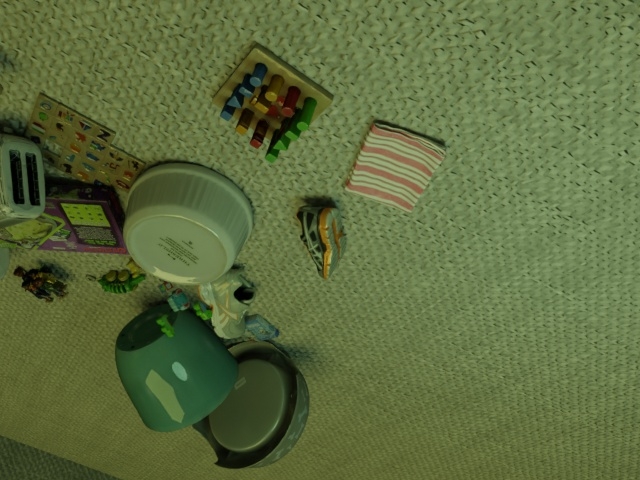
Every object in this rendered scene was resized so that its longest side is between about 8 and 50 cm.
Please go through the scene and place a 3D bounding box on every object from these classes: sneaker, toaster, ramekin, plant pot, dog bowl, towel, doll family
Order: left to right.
[{"bbox_3d":[-0.652,-0.113,1.408,0.147,0.226,0.129,-9,173,25],"label":"toaster"},{"bbox_3d":[-0.750,0.114,1.849,0.193,0.076,0.111,-18,137,40],"label":"doll family"},{"bbox_3d":[-0.398,0.310,1.823,0.293,0.293,0.235,-10,121,29],"label":"plant pot"},{"bbox_3d":[-0.283,-0.021,1.447,0.273,0.127,0.272,4,136,4],"label":"ramekin"},{"bbox_3d":[-0.210,0.161,1.712,0.121,0.099,0.262,-1,141,12],"label":"sneaker"},{"bbox_3d":[-0.183,0.452,1.885,0.349,0.348,0.102,-10,148,29],"label":"dog bowl"},{"bbox_3d":[0.000,0.000,1.455,0.083,0.084,0.214,17,141,19],"label":"sneaker"},{"bbox_3d":[0.133,-0.127,1.280,0.144,0.029,0.197,19,143,-4],"label":"towel"}]

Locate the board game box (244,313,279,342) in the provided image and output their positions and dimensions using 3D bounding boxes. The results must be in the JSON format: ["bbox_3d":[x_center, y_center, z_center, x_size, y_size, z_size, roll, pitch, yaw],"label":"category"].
[{"bbox_3d":[-0.172,0.236,1.851,0.090,0.020,0.090,-19,130,36],"label":"board game box"}]

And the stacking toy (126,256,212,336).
[{"bbox_3d":[-0.356,0.110,1.650,0.167,0.052,0.221,-25,94,40],"label":"stacking toy"}]

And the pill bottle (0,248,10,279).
[{"bbox_3d":[-0.951,0.064,1.772,0.302,0.169,0.169,-13,135,33],"label":"pill bottle"}]

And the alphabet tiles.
[{"bbox_3d":[-0.487,-0.184,1.433,0.237,0.009,0.198,28,141,-17],"label":"alphabet tiles"}]

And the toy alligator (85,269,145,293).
[{"bbox_3d":[-0.539,0.114,1.793,0.190,0.051,0.056,-3,139,22],"label":"toy alligator"}]

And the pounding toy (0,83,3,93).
[{"bbox_3d":[-0.724,-0.289,1.256,0.270,0.154,0.154,-7,142,27],"label":"pounding toy"}]

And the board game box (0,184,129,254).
[{"bbox_3d":[-0.619,-0.049,1.581,0.347,0.056,0.208,3,141,5],"label":"board game box"}]

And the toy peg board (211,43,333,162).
[{"bbox_3d":[-0.092,-0.222,1.193,0.161,0.079,0.161,31,139,-20],"label":"toy peg board"}]
